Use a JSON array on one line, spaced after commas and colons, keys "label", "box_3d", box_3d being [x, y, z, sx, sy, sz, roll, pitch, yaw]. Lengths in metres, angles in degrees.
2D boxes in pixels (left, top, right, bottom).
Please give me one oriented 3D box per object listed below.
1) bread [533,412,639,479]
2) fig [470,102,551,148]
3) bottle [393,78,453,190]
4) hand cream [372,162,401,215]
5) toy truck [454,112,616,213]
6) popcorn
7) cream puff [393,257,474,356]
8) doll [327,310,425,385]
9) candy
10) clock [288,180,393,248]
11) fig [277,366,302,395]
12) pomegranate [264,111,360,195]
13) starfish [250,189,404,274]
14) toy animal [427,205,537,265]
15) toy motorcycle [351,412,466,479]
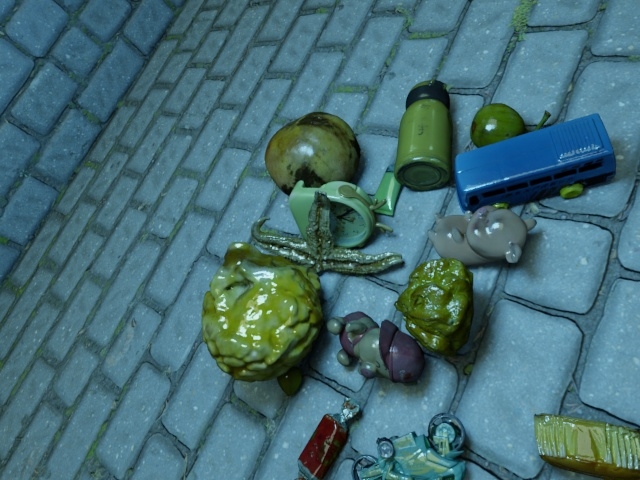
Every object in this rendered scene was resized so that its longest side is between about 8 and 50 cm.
[{"label": "bread", "box_3d": [0.529, 0.408, 0.867, 0.190, 0.132, 0.114, -7, 63, 30]}, {"label": "fig", "box_3d": [0.531, -0.324, 1.276, 0.142, 0.186, 0.148, -133, 54, -66]}, {"label": "bottle", "box_3d": [0.331, -0.343, 1.373, 0.171, 0.171, 0.352, -4, 61, 29]}, {"label": "hand cream", "box_3d": [0.223, -0.167, 1.421, 0.095, 0.046, 0.175, 16, 80, 35]}, {"label": "toy truck", "box_3d": [0.546, -0.191, 1.161, 0.384, 0.162, 0.161, -14, 60, 25]}, {"label": "popcorn", "box_3d": [-0.170, 0.213, 1.281, 0.354, 0.343, 0.391, 130, 143, -63]}, {"label": "cream puff", "box_3d": [0.293, 0.162, 1.076, 0.196, 0.244, 0.244, 26, 80, 37]}, {"label": "doll", "box_3d": [0.143, 0.281, 1.138, 0.255, 0.196, 0.152, 15, 73, 43]}, {"label": "candy", "box_3d": [0.008, 0.544, 1.156, 0.086, 0.059, 0.292, 25, 79, 39]}, {"label": "clock", "box_3d": [0.069, -0.080, 1.356, 0.307, 0.235, 0.096, 1, 44, 25]}, {"label": "fig", "box_3d": [-0.091, 0.410, 1.282, 0.073, 0.074, 0.088, -7, 85, 28]}, {"label": "pomegranate", "box_3d": [-0.026, -0.283, 1.481, 0.321, 0.322, 0.323, -14, 58, 24]}, {"label": "starfish", "box_3d": [0.000, 0.000, 1.338, 0.431, 0.324, 0.082, -16, 25, 34]}, {"label": "toy animal", "box_3d": [0.414, -0.008, 1.148, 0.250, 0.154, 0.167, -5, 50, 49]}, {"label": "toy motorcycle", "box_3d": [0.220, 0.539, 1.013, 0.296, 0.109, 0.199, -28, 64, 13]}]
